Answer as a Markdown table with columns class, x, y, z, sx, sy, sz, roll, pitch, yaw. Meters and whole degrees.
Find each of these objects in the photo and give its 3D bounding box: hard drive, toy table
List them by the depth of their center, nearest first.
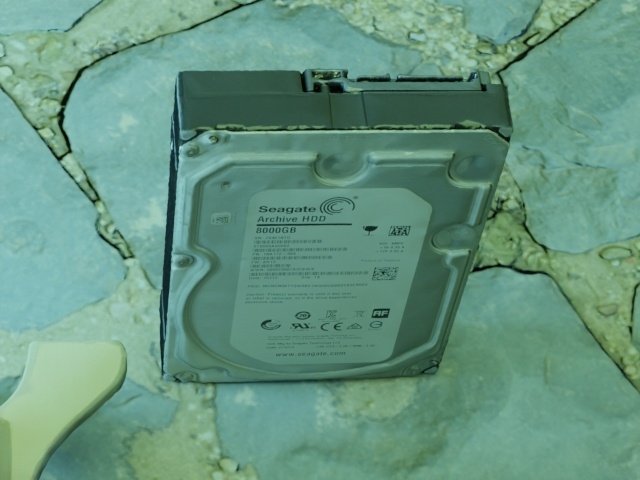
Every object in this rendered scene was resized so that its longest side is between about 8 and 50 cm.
| class | x | y | z | sx | sy | sz | roll | pitch | yaw |
| --- | --- | --- | --- | --- | --- | --- | --- | --- | --- |
| toy table | -0.264 | 0.153 | 1.295 | 0.274 | 0.252 | 0.161 | 4 | 71 | -15 |
| hard drive | 0.000 | 0.000 | 1.357 | 0.237 | 0.339 | 0.064 | -1 | 55 | -9 |
